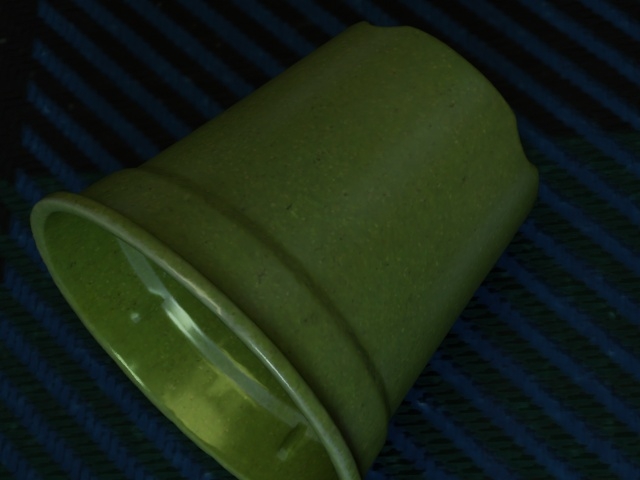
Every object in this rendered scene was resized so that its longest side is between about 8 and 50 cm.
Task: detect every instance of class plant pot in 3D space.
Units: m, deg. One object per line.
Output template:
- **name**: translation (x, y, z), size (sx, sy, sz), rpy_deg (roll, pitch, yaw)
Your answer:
- **plant pot**: translation (0.000, 0.000, 0.842), size (0.276, 0.276, 0.254), rpy_deg (36, 66, 23)
